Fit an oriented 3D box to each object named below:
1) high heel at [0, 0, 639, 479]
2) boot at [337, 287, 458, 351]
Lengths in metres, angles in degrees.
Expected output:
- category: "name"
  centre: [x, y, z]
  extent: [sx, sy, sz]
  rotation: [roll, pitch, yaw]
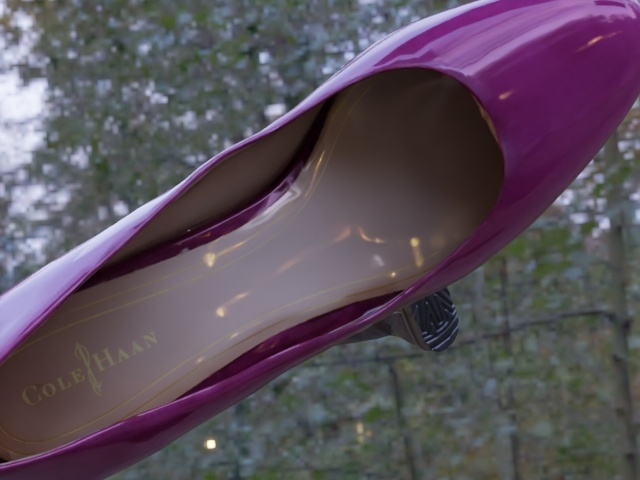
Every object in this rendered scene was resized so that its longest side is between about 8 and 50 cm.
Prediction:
- category: "high heel"
  centre: [0.000, 0.000, 0.583]
  extent: [0.377, 0.127, 0.181]
  rotation: [-35, 5, 4]
- category: "boot"
  centre: [0.022, 0.028, 1.256]
  extent: [0.076, 0.189, 0.208]
  rotation: [-28, 21, -35]
